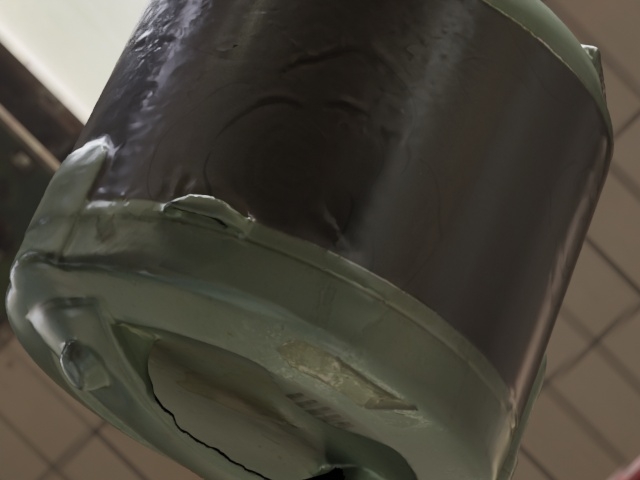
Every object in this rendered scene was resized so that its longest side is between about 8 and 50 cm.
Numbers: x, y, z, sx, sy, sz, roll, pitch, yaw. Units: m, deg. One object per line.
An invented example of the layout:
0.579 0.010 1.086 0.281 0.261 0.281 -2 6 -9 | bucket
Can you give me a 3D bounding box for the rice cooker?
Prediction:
-0.002 0.003 1.014 0.288 0.288 0.277 -39 27 64 | rice cooker
